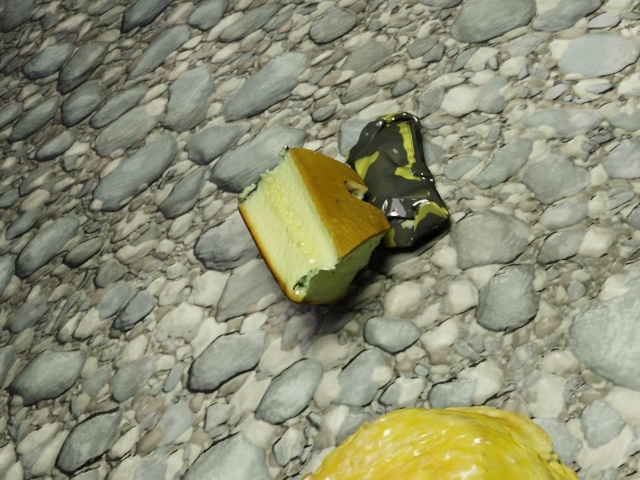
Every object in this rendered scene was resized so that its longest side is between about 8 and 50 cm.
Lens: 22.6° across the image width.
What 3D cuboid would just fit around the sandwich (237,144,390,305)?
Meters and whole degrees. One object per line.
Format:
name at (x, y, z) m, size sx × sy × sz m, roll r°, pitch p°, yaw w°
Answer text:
sandwich at (0.000, 0.000, 1.833) m, size 0.122 × 0.128 × 0.236 m, roll -56°, pitch 30°, yaw 21°

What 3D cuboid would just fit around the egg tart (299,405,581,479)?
egg tart at (0.082, 0.275, 1.461) m, size 0.339 × 0.153 × 0.351 m, roll -34°, pitch 34°, yaw 11°

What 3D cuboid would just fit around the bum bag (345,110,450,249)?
bum bag at (0.089, -0.074, 1.924) m, size 0.106 × 0.060 × 0.232 m, roll -27°, pitch 38°, yaw 10°
